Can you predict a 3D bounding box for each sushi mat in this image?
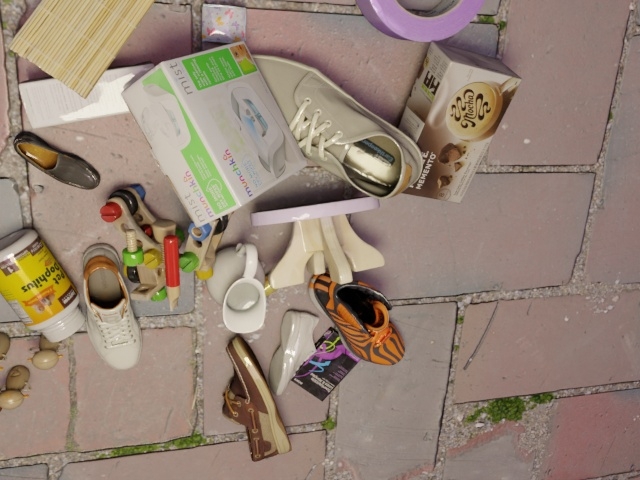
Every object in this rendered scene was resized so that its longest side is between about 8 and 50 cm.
[{"bbox_3d":[-0.383,-0.414,1.074,0.151,0.019,0.317,32,80,-6],"label":"sushi mat"}]

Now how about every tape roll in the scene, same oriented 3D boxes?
[{"bbox_3d":[0.201,-0.539,1.234,0.274,0.090,0.275,-6,112,-15],"label":"tape roll"}]

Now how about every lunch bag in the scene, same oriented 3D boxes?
[{"bbox_3d":[-0.184,-0.411,1.186,0.083,0.053,0.071,1,107,-7],"label":"lunch bag"}]

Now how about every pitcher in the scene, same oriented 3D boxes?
[{"bbox_3d":[-0.166,0.067,1.280,0.125,0.207,0.178,7,107,-19],"label":"pitcher"}]

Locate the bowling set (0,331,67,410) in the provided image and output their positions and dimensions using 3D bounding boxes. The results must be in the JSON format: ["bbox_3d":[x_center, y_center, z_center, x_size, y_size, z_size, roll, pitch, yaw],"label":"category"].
[{"bbox_3d":[-0.657,0.292,1.245,0.286,0.154,0.200,-3,110,-15],"label":"bowling set"}]

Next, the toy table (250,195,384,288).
[{"bbox_3d":[0.000,0.000,1.306,0.274,0.252,0.161,-9,95,-4],"label":"toy table"}]

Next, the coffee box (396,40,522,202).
[{"bbox_3d":[0.263,-0.240,1.304,0.168,0.119,0.297,8,124,-20],"label":"coffee box"}]

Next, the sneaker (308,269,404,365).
[{"bbox_3d":[0.114,0.199,1.417,0.321,0.180,0.125,43,76,-26],"label":"sneaker"}]

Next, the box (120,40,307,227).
[{"bbox_3d":[-0.181,-0.193,1.105,0.126,0.231,0.262,-21,101,36],"label":"box"}]

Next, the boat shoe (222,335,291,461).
[{"bbox_3d":[-0.170,0.382,1.447,0.123,0.123,0.342,-21,120,-10],"label":"boat shoe"}]

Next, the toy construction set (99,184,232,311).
[{"bbox_3d":[-0.288,0.040,1.198,0.257,0.309,0.237,-1,115,-8],"label":"toy construction set"}]

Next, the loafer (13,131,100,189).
[{"bbox_3d":[-0.502,-0.143,1.182,0.170,0.061,0.062,27,99,-24],"label":"loafer"}]

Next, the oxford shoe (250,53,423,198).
[{"bbox_3d":[-0.004,-0.221,1.206,0.449,0.130,0.169,29,122,-3],"label":"oxford shoe"}]

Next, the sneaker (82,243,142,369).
[{"bbox_3d":[-0.437,0.161,1.282,0.105,0.123,0.290,-14,114,-14],"label":"sneaker"}]

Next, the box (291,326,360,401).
[{"bbox_3d":[0.015,0.305,1.521,0.116,0.029,0.162,39,96,-25],"label":"box"}]

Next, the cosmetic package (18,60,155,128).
[{"bbox_3d":[-0.411,-0.269,1.134,0.231,0.117,0.086,-15,111,-13],"label":"cosmetic package"}]

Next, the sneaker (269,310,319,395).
[{"bbox_3d":[-0.056,0.271,1.465,0.094,0.080,0.212,9,105,-29],"label":"sneaker"}]

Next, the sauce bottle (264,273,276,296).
[{"bbox_3d":[-0.140,0.116,1.397,0.128,0.042,0.042,-35,115,-4],"label":"sauce bottle"}]

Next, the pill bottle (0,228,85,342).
[{"bbox_3d":[-0.557,0.093,1.222,0.117,0.117,0.215,-28,115,-5],"label":"pill bottle"}]
